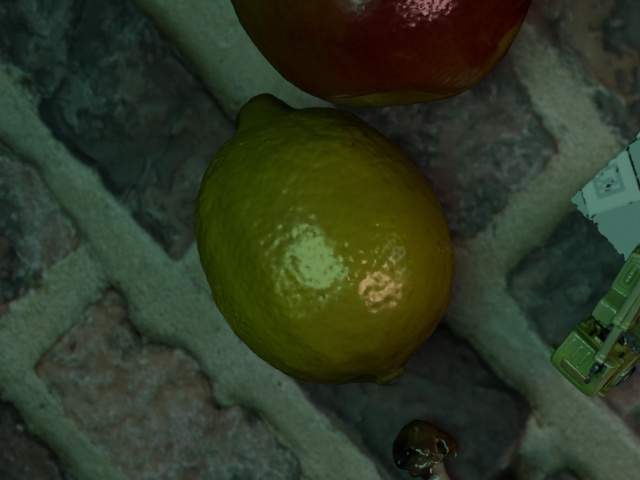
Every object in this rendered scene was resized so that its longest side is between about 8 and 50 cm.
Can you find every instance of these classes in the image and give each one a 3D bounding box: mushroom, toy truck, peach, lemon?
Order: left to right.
[{"bbox_3d":[0.000,0.000,1.933,0.245,0.245,0.320,-31,78,18],"label":"lemon"},{"bbox_3d":[0.052,-0.292,1.891,0.308,0.308,0.332,-12,77,20],"label":"peach"},{"bbox_3d":[0.147,0.260,1.990,0.060,0.061,0.187,-42,89,21],"label":"mushroom"},{"bbox_3d":[0.293,0.077,1.888,0.077,0.100,0.169,45,118,14],"label":"toy truck"}]

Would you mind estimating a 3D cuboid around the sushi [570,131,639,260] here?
[{"bbox_3d":[0.427,-0.030,1.873,0.294,0.059,0.292,46,105,13],"label":"sushi"}]
